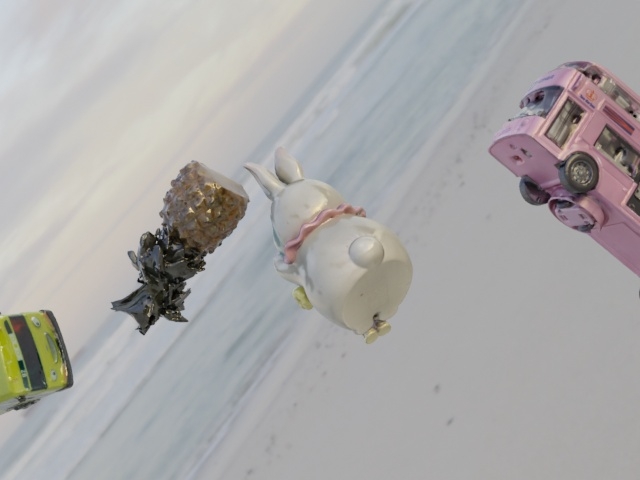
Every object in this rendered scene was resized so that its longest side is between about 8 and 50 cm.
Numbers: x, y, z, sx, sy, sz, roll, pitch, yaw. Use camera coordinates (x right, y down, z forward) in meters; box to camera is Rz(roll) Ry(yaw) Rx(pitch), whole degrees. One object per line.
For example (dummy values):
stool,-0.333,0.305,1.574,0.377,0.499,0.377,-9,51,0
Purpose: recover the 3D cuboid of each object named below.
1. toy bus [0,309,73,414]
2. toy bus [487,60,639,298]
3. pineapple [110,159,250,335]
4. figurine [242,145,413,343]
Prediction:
toy bus,-0.492,0.194,1.404,0.262,0.128,0.150,-23,-10,17
toy bus,0.205,-0.026,0.648,0.090,0.203,0.063,-56,12,-16
pineapple,-0.187,0.017,1.337,0.237,0.119,0.111,-57,3,5
figurine,0.000,0.000,1.202,0.127,0.235,0.155,-36,-39,-10
